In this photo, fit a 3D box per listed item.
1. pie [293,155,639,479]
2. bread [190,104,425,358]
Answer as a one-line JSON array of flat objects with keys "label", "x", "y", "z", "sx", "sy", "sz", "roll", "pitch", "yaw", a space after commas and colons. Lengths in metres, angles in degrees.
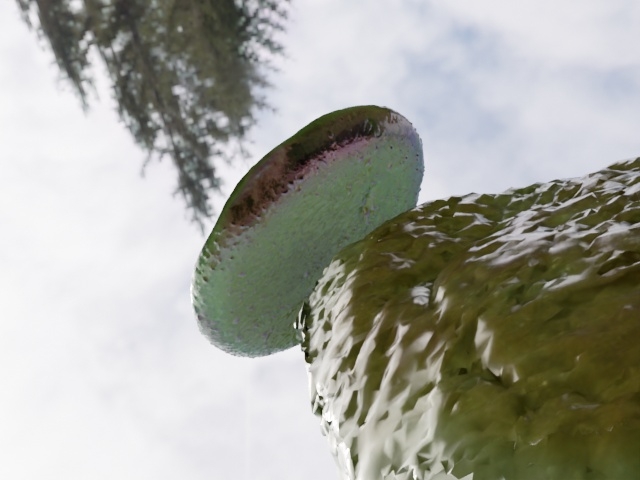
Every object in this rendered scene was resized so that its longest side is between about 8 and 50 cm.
[{"label": "pie", "x": 0.182, "y": 0.054, "z": 0.501, "sx": 0.418, "sy": 0.180, "sz": 0.395, "roll": -10, "pitch": -166, "yaw": 8}, {"label": "bread", "x": 0.000, "y": 0.000, "z": 0.837, "sx": 0.228, "sy": 0.228, "sz": 0.033, "roll": -34, "pitch": -125, "yaw": -25}]
